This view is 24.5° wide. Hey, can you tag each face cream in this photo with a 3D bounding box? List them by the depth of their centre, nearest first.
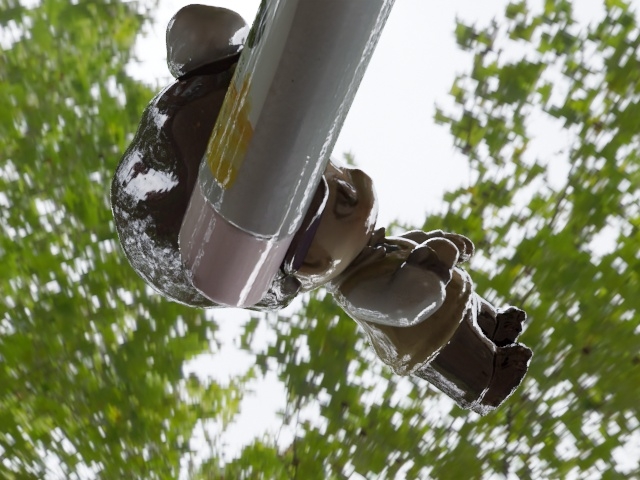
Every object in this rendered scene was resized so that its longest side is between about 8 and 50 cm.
[{"bbox_3d":[-0.016,-0.091,0.890,0.073,0.269,0.107,15,-151,-13],"label":"face cream"}]

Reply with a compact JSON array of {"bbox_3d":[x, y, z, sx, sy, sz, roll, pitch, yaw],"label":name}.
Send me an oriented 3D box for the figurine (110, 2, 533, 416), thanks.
[{"bbox_3d":[0.014,-0.010,1.153,0.365,0.206,0.218,23,-141,-7],"label":"figurine"}]
